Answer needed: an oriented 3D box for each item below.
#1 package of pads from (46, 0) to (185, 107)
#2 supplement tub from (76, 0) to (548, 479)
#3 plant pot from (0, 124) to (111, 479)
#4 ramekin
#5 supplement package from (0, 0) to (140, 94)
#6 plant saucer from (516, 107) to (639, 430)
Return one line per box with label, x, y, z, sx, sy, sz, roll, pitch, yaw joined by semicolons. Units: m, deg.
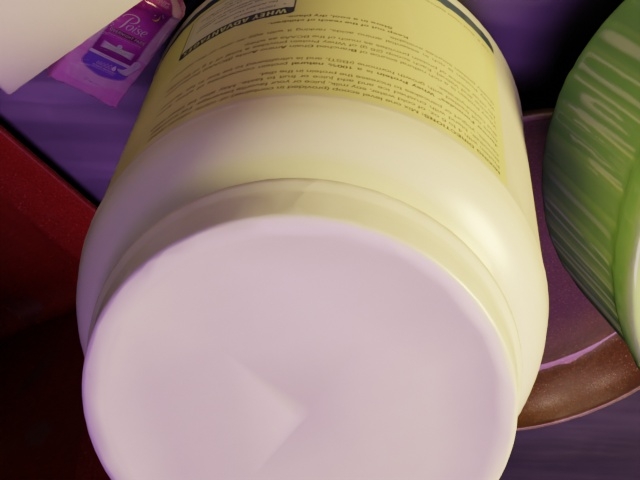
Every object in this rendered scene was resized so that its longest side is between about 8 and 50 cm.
package of pads;-0.124;-0.123;0.915;0.050;0.032;0.083;23;124;-31
supplement tub;0.000;0.000;0.820;0.235;0.325;0.235;2;118;3
plant pot;-0.286;0.083;0.935;0.235;0.267;0.267;-24;133;26
ramekin;0.286;-0.040;0.936;0.303;0.148;0.303;-10;118;-18
supplement package;-0.185;-0.186;0.792;0.105;0.105;0.179;-33;130;12
plant saucer;0.145;0.019;1.083;0.310;0.050;0.311;-6;133;-6
